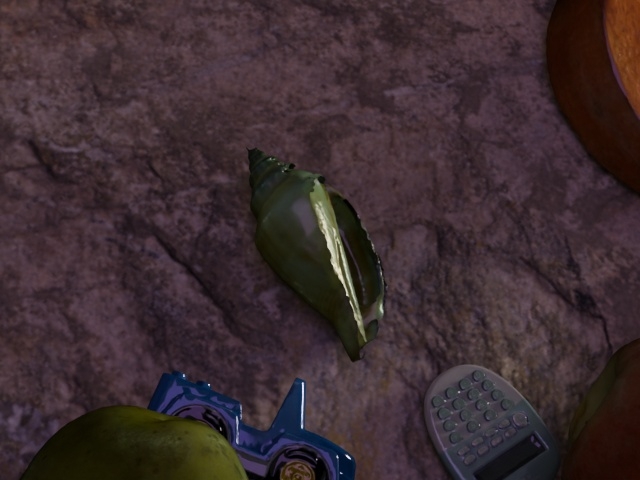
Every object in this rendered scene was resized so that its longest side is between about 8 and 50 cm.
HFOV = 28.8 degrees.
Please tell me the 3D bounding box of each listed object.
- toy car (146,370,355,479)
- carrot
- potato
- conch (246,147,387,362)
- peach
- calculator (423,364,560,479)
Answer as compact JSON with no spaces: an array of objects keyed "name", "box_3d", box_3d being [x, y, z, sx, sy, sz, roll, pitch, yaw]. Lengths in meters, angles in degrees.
[{"name":"toy car","box_3d":[-0.056,0.157,0.986,0.191,0.097,0.100,23,65,0]},{"name":"carrot","box_3d":[0.357,-0.166,1.198,0.258,0.100,0.307,-17,79,-17]},{"name":"potato","box_3d":[-0.143,0.268,0.855,0.215,0.216,0.304,14,82,-4]},{"name":"conch","box_3d":[-0.004,0.000,1.072,0.095,0.079,0.201,-40,96,-34]},{"name":"peach","box_3d":[0.313,0.182,0.986,0.235,0.214,0.214,31,66,-4]},{"name":"calculator","box_3d":[0.148,0.174,1.054,0.095,0.021,0.153,-30,75,-19]}]
